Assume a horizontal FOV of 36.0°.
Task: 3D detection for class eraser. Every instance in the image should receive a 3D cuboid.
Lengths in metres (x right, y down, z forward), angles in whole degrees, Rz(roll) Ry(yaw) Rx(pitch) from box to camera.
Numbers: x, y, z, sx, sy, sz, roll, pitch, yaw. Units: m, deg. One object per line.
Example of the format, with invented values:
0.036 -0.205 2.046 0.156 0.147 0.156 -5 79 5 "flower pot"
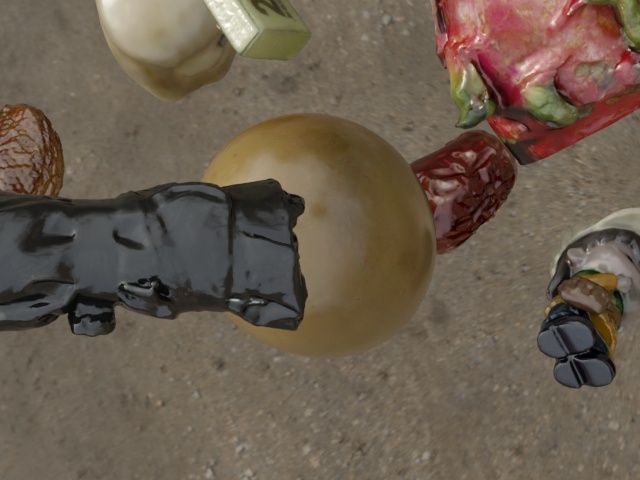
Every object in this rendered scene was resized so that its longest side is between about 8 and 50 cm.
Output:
-0.100 -0.328 1.339 0.058 0.117 0.172 -45 69 35 "eraser"

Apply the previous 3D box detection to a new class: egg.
0.000 0.000 1.266 0.301 0.374 0.301 -11 65 25 "egg"

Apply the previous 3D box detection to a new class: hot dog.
-0.403 -0.065 1.228 0.160 0.099 0.227 2 63 43 "hot dog"

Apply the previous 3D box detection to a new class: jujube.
0.212 -0.081 1.566 0.230 0.155 0.155 -39 76 -17 "jujube"

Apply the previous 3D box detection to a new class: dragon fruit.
0.130 -0.146 0.592 0.172 0.166 0.160 59 151 -6 "dragon fruit"

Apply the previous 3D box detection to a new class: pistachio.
-0.234 -0.452 1.638 0.365 0.281 0.445 23 113 41 "pistachio"

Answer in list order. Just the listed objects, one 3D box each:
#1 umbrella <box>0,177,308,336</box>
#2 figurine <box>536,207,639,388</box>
-0.121 0.004 0.409 0.235 0.059 0.066 1 48 -12 "umbrella"
0.416 0.090 1.526 0.204 0.332 0.185 -11 113 51 "figurine"
